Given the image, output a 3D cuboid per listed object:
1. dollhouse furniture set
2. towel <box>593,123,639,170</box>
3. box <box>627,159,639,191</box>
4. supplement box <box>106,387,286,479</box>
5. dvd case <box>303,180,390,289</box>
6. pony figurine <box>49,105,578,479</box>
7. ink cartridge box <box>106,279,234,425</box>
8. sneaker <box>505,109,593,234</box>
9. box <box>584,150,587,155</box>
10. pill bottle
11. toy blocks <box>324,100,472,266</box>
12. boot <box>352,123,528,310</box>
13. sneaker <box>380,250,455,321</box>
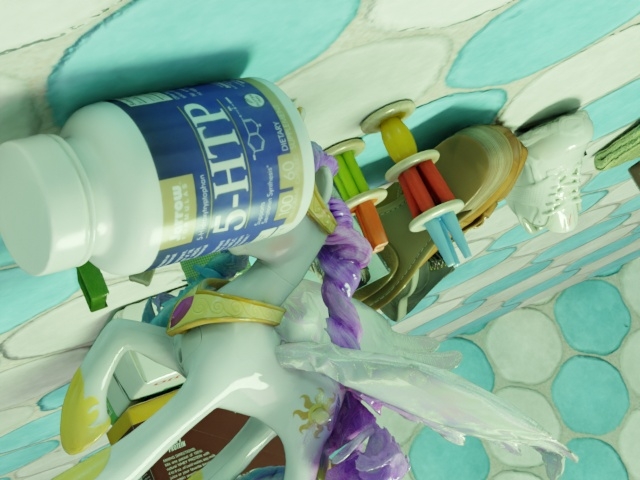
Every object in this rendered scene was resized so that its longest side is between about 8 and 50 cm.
[{"bbox_3d":[-0.133,0.011,1.025,0.152,0.076,0.058,-20,168,-17],"label":"dollhouse furniture set"},{"bbox_3d":[0.444,-0.142,1.617,0.110,0.027,0.148,-20,167,-28],"label":"towel"},{"bbox_3d":[0.639,-0.151,1.646,0.381,0.143,0.191,-35,174,36],"label":"box"},{"bbox_3d":[-0.122,0.268,1.419,0.191,0.194,0.129,-19,167,-26],"label":"supplement box"},{"bbox_3d":[0.000,0.000,1.148,0.087,0.119,0.013,-28,-170,20],"label":"dvd case"},{"bbox_3d":[-0.018,0.119,0.966,0.363,0.351,0.303,-55,-154,-3],"label":"pony figurine"},{"bbox_3d":[-0.176,0.131,1.421,0.160,0.092,0.219,-19,168,-25],"label":"ink cartridge box"},{"bbox_3d":[0.273,-0.070,1.374,0.090,0.115,0.232,-23,168,-9],"label":"sneaker"},{"bbox_3d":[0.292,-0.101,1.516,0.083,0.018,0.067,-28,168,17],"label":"box"},{"bbox_3d":[-0.108,-0.038,0.771,0.187,0.112,0.112,-16,166,-36],"label":"pill bottle"},{"bbox_3d":[0.067,-0.031,1.061,0.054,0.148,0.123,-11,162,-46],"label":"toy blocks"},{"bbox_3d":[0.095,-0.020,1.253,0.283,0.109,0.220,-47,169,18],"label":"boot"},{"bbox_3d":[0.131,0.024,1.650,0.118,0.083,0.222,-41,166,-16],"label":"sneaker"}]
